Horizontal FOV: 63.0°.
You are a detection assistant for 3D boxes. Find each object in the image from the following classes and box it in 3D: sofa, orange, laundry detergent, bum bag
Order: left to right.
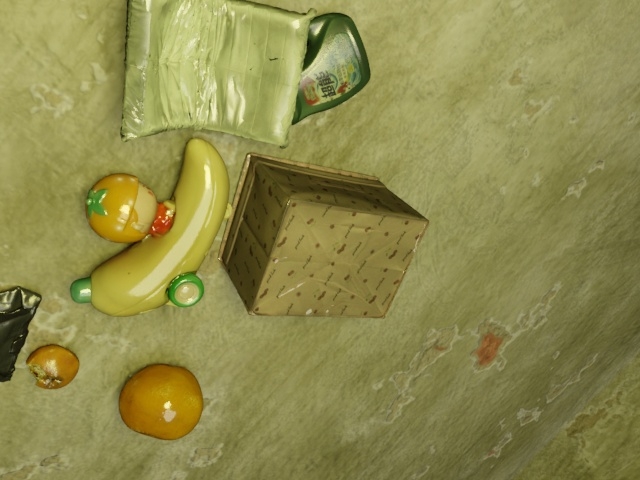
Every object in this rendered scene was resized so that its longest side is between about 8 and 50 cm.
[{"bbox_3d":[-0.523,0.161,0.849,0.087,0.049,0.197,15,109,-39],"label":"bum bag"},{"bbox_3d":[-0.463,0.222,0.909,0.086,0.062,0.086,-15,124,-23],"label":"orange"},{"bbox_3d":[-0.299,0.305,0.997,0.159,0.159,0.136,38,52,-38],"label":"orange"},{"bbox_3d":[-0.136,-0.231,0.711,0.226,0.176,0.210,13,114,-6],"label":"sofa"},{"bbox_3d":[-0.034,-0.266,0.848,0.222,0.078,0.144,-29,126,-8],"label":"laundry detergent"}]

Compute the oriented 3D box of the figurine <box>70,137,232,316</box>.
[{"bbox_3d":[-0.270,-0.023,0.838,0.222,0.124,0.324,24,101,-33],"label":"figurine"}]

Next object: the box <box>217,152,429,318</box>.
[{"bbox_3d":[0.000,0.000,0.949,0.297,0.190,0.225,7,115,-31],"label":"box"}]
